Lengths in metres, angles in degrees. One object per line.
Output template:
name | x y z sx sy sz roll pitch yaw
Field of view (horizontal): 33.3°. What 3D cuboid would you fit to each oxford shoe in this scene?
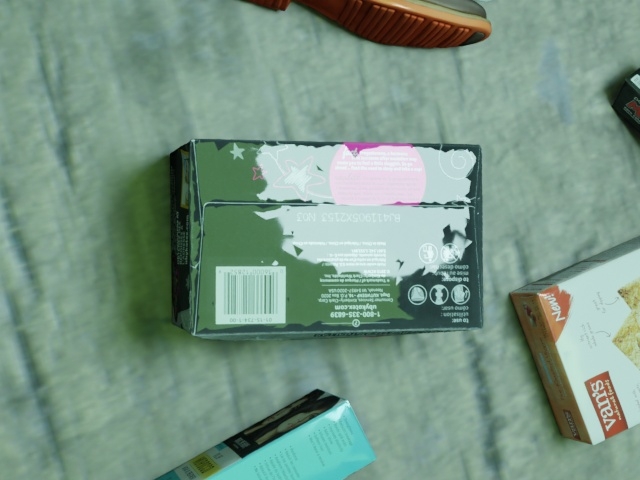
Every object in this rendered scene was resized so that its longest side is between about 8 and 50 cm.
oxford shoe | 0.034 -0.247 0.965 0.271 0.097 0.098 16 79 -14

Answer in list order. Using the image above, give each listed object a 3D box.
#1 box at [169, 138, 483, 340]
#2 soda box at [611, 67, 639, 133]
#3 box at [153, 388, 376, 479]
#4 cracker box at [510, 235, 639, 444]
box | 0.000 0.000 0.924 0.247 0.142 0.163 0 90 -14
soda box | 0.365 -0.101 1.037 0.053 0.060 0.169 -37 73 -13
box | -0.081 0.214 0.916 0.244 0.100 0.060 -28 95 -15
cracker box | 0.320 0.081 1.047 0.232 0.067 0.155 -22 94 -14
